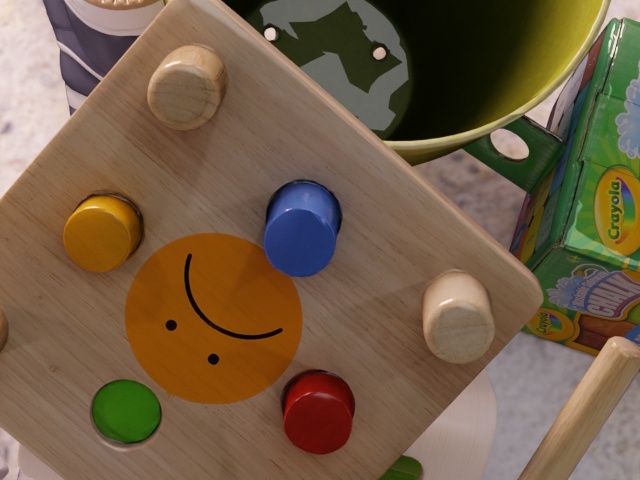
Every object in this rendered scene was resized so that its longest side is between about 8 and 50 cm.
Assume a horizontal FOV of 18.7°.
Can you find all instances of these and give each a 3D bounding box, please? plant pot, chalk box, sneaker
[{"bbox_3d":[0.019,-0.153,1.245,0.275,0.293,0.274,2,77,-8],"label":"plant pot"},{"bbox_3d":[0.231,-0.021,1.326,0.289,0.180,0.179,18,70,-2],"label":"chalk box"},{"bbox_3d":[-0.162,-0.189,1.372,0.099,0.153,0.282,-18,45,-12],"label":"sneaker"}]

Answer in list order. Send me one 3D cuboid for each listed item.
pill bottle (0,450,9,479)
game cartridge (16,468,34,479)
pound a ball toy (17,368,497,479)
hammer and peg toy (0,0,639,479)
[{"bbox_3d":[-0.267,0.095,1.256,0.087,0.087,0.160,-26,78,-16],"label":"pill bottle"},{"bbox_3d":[-0.018,0.205,1.196,0.355,0.230,0.068,10,103,-5],"label":"game cartridge"},{"bbox_3d":[-0.063,0.075,1.225,0.319,0.208,0.135,15,105,-7],"label":"pound a ball toy"},{"bbox_3d":[-0.010,0.067,1.040,0.361,0.127,0.266,40,102,-7],"label":"hammer and peg toy"}]
